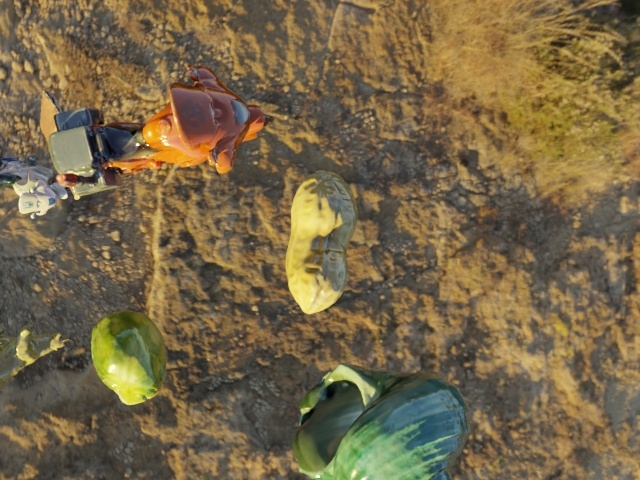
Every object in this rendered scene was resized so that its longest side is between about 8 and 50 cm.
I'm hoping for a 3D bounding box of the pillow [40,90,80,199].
[{"bbox_3d":[-0.554,-0.206,1.191,0.043,0.126,0.232,-16,61,-39],"label":"pillow"}]

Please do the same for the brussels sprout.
[{"bbox_3d":[-0.432,0.263,1.266,0.161,0.223,0.223,-28,105,-22],"label":"brussels sprout"}]

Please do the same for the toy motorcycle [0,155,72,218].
[{"bbox_3d":[-0.702,-0.134,1.298,0.221,0.102,0.150,19,38,-3],"label":"toy motorcycle"}]

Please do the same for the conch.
[{"bbox_3d":[0.069,0.216,0.572,0.134,0.202,0.196,39,107,-13],"label":"conch"}]

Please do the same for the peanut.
[{"bbox_3d":[0.000,0.000,1.103,0.147,0.147,0.305,23,65,-29],"label":"peanut"}]

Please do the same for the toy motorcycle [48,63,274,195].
[{"bbox_3d":[-0.232,-0.148,0.792,0.326,0.221,0.147,-12,93,3],"label":"toy motorcycle"}]

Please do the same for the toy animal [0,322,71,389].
[{"bbox_3d":[-0.624,0.237,1.110,0.218,0.103,0.101,-45,128,-25],"label":"toy animal"}]
